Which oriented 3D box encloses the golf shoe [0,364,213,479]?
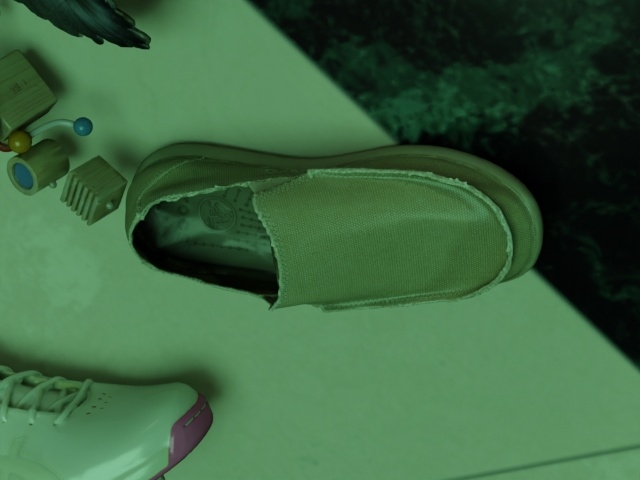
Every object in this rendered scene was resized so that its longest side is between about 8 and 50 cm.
[{"bbox_3d":[-0.221,0.132,1.278,0.306,0.115,0.140,-17,107,24],"label":"golf shoe"}]

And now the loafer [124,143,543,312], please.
[{"bbox_3d":[0.000,0.000,1.141,0.268,0.092,0.102,2,118,18],"label":"loafer"}]

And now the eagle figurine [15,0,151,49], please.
[{"bbox_3d":[-0.229,-0.234,1.067,0.298,0.225,0.226,3,167,-16],"label":"eagle figurine"}]

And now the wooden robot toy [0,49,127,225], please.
[{"bbox_3d":[-0.205,-0.070,1.167,0.173,0.079,0.076,51,139,2],"label":"wooden robot toy"}]
